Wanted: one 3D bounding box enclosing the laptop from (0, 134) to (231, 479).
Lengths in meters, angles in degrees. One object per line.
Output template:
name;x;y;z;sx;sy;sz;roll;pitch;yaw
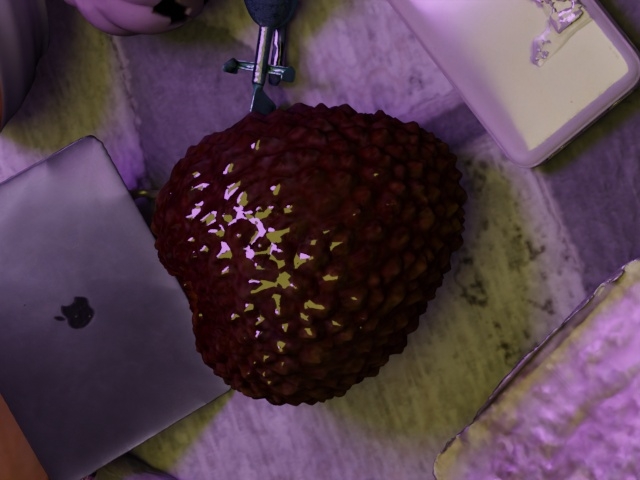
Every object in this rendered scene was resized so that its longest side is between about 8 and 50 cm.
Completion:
laptop;-0.217;0.064;1.610;0.187;0.015;0.269;-31;103;-14

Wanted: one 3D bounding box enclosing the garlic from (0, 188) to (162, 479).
garlic;-0.273;0.065;1.668;0.196;0.151;0.338;23;85;1

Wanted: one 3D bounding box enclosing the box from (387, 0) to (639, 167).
box;0.141;-0.208;1.536;0.142;0.044;0.285;-40;80;20

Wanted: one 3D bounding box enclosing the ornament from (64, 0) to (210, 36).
ornament;-0.156;-0.271;1.579;0.177;0.177;0.178;1;94;20

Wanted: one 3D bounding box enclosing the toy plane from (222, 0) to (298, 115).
toy plane;-0.044;-0.214;1.577;0.060;0.096;0.235;9;95;12

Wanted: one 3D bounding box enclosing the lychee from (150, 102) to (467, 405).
lychee;0.000;0.000;1.510;0.271;0.271;0.271;1;94;20

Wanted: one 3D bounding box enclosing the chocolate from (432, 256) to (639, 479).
chocolate;0.246;0.157;1.490;0.303;0.100;0.185;-47;67;14

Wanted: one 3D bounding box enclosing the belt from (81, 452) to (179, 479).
belt;-0.159;0.237;1.669;0.232;0.053;0.071;24;101;20

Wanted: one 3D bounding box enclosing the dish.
dish;-0.304;-0.226;1.635;0.085;0.260;0.260;-21;85;-20
